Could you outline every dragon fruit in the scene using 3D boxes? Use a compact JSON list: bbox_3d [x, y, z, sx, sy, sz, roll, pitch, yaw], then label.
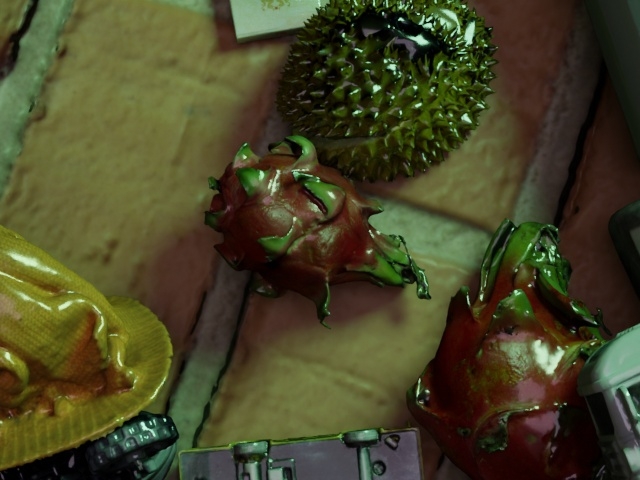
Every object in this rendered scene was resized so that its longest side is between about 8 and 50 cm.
[{"bbox_3d":[0.203,0.117,1.205,0.200,0.198,0.269,21,74,24],"label":"dragon fruit"},{"bbox_3d":[-0.002,0.002,1.247,0.236,0.135,0.137,40,78,-13],"label":"dragon fruit"}]

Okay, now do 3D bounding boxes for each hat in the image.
[{"bbox_3d":[-0.283,0.043,1.143,0.244,0.233,0.233,14,48,42],"label":"hat"}]

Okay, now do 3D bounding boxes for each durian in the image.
[{"bbox_3d":[0.074,-0.170,1.260,0.193,0.138,0.237,33,83,5],"label":"durian"}]

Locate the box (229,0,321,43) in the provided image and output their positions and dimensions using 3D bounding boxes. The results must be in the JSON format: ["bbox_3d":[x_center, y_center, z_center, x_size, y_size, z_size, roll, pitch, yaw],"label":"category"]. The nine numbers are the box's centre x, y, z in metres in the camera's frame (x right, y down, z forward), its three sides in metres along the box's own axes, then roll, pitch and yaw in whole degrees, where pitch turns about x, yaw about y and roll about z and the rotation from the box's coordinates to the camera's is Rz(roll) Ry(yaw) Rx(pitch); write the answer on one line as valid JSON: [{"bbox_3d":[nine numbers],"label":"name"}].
[{"bbox_3d":[-0.054,-0.286,1.333,0.090,0.024,0.167,-10,81,-2],"label":"box"}]

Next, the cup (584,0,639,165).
[{"bbox_3d":[0.391,-0.261,1.241,0.322,0.237,0.327,-12,81,-31],"label":"cup"}]

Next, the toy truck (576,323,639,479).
[{"bbox_3d":[0.384,0.086,1.060,0.367,0.146,0.175,-26,80,-2],"label":"toy truck"}]

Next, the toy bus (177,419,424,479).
[{"bbox_3d":[-0.016,0.221,1.240,0.226,0.074,0.081,-7,82,0],"label":"toy bus"}]

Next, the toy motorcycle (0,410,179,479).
[{"bbox_3d":[-0.237,0.222,1.218,0.270,0.159,0.106,-28,82,13],"label":"toy motorcycle"}]

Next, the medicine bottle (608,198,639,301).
[{"bbox_3d":[0.388,0.070,1.214,0.165,0.165,0.273,-23,84,-3],"label":"medicine bottle"}]
